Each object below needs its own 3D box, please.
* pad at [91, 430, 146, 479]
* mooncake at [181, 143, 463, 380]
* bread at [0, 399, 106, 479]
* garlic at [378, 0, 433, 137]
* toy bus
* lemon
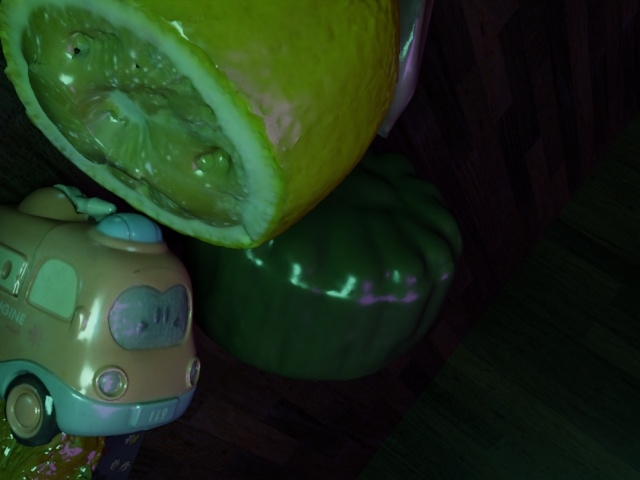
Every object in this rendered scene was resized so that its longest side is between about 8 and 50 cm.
[{"bbox_3d":[-0.371,0.369,1.416,0.245,0.006,0.170,-10,129,-54],"label":"pad"},{"bbox_3d":[0.000,0.000,1.202,0.356,0.356,0.194,-29,144,-40],"label":"mooncake"},{"bbox_3d":[-0.407,0.338,1.123,0.380,0.185,0.109,-54,147,1],"label":"bread"},{"bbox_3d":[0.109,-0.302,1.298,0.143,0.112,0.318,-41,153,-75],"label":"garlic"},{"bbox_3d":[-0.253,0.067,0.968,0.194,0.287,0.232,7,100,-57],"label":"toy bus"},{"bbox_3d":[-0.083,-0.197,0.874,0.364,0.364,0.364,-39,150,-28],"label":"lemon"}]
